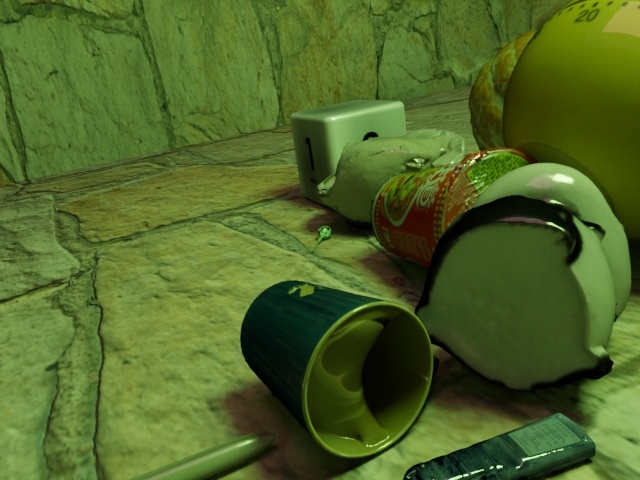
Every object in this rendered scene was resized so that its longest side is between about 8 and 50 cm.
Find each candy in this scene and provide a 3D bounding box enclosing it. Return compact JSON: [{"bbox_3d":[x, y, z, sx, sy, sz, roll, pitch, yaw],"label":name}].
[{"bbox_3d":[0.000,0.000,0.980,0.023,0.025,0.083,-30,17,29],"label":"candy"}]

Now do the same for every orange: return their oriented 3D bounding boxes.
[{"bbox_3d":[0.442,-0.238,1.035,0.328,0.329,0.249,-2,64,17],"label":"orange"}]

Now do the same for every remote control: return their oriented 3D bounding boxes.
[{"bbox_3d":[0.134,0.169,0.428,0.152,0.027,0.043,-12,15,-16],"label":"remote control"}]

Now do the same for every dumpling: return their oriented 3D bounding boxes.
[{"bbox_3d":[0.132,-0.113,1.015,0.292,0.164,0.204,-13,5,31],"label":"dumpling"}]

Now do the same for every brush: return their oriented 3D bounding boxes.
[{"bbox_3d":[-0.173,0.205,0.438,0.299,0.042,0.039,-16,-19,-23],"label":"brush"}]

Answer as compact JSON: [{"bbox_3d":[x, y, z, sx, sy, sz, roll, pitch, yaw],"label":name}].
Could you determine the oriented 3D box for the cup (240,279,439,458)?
[{"bbox_3d":[0.021,0.108,0.531,0.176,0.131,0.155,15,0,-34],"label":"cup"}]

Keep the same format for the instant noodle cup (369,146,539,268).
[{"bbox_3d":[0.175,-0.031,0.772,0.193,0.193,0.212,-18,14,-24],"label":"instant noodle cup"}]

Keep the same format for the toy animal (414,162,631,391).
[{"bbox_3d":[0.215,0.023,0.566,0.165,0.187,0.235,-9,14,40],"label":"toy animal"}]

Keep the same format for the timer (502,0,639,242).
[{"bbox_3d":[0.439,-0.197,0.730,0.387,0.376,0.376,-43,28,-9],"label":"timer"}]

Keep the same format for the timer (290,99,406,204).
[{"bbox_3d":[0.065,-0.193,1.226,0.192,0.195,0.194,-17,20,-22],"label":"timer"}]
